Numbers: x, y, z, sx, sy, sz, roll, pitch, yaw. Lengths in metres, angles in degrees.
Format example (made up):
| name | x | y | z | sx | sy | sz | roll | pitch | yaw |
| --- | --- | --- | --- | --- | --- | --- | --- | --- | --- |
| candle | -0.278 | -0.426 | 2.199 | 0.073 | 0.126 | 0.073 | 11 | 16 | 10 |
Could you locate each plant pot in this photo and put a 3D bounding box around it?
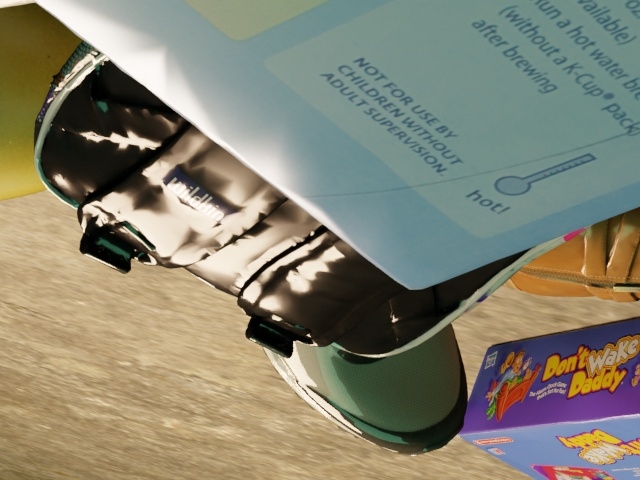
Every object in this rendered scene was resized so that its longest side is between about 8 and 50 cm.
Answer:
| name | x | y | z | sx | sy | sz | roll | pitch | yaw |
| --- | --- | --- | --- | --- | --- | --- | --- | --- | --- |
| plant pot | -0.166 | -0.087 | 1.034 | 0.095 | 0.134 | 0.134 | 1 | 165 | -18 |

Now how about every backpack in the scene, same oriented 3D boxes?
| name | x | y | z | sx | sy | sz | roll | pitch | yaw |
| --- | --- | --- | --- | --- | --- | --- | --- | --- | --- |
| backpack | 0.020 | -0.078 | 0.742 | 0.225 | 0.191 | 0.253 | 30 | 151 | -16 |

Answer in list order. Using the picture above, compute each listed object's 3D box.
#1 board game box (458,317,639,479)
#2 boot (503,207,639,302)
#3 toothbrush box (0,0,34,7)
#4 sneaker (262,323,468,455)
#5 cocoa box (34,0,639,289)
| name | x | y | z | sx | sy | sz | roll | pitch | yaw |
| --- | --- | --- | --- | --- | --- | --- | --- | --- | --- |
| board game box | 0.287 | 0.141 | 1.177 | 0.233 | 0.078 | 0.347 | 31 | 158 | -21 |
| boot | 0.132 | -0.022 | 0.957 | 0.152 | 0.073 | 0.197 | 11 | 164 | 21 |
| toothbrush box | -0.155 | -0.195 | 0.604 | 0.295 | 0.216 | 0.126 | 2 | 151 | 44 |
| sneaker | 0.000 | 0.000 | 0.923 | 0.271 | 0.100 | 0.108 | 61 | 168 | -8 |
| cocoa box | 0.009 | -0.189 | 0.361 | 0.231 | 0.228 | 0.347 | -22 | 135 | 37 |
